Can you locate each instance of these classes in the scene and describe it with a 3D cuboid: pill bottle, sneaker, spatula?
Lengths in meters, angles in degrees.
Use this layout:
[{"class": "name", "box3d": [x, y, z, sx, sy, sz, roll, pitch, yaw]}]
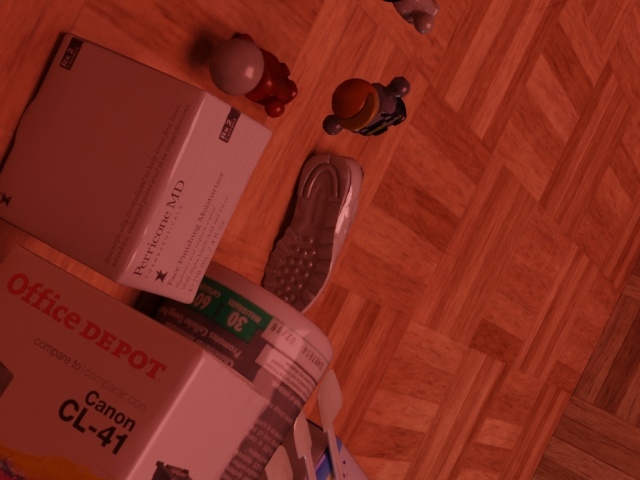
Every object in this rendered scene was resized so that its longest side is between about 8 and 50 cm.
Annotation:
[{"class": "pill bottle", "box3d": [-0.158, 0.220, 1.112, 0.361, 0.204, 0.204, -58, 150, -14]}, {"class": "sneaker", "box3d": [0.000, 0.000, 1.323, 0.235, 0.090, 0.095, -67, 160, 7]}, {"class": "spatula", "box3d": [-0.009, 0.296, 1.277, 0.168, 0.019, 0.242, -56, 148, -39]}]

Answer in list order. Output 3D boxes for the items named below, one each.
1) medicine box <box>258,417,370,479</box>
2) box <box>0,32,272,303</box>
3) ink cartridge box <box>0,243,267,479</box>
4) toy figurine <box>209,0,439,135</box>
[{"class": "medicine box", "box3d": [-0.065, 0.412, 1.459, 0.263, 0.149, 0.289, -55, 149, -17]}, {"class": "box", "box3d": [-0.174, -0.064, 0.895, 0.119, 0.182, 0.181, 24, 92, -61]}, {"class": "ink cartridge box", "box3d": [-0.226, 0.188, 0.782, 0.306, 0.226, 0.131, -59, 152, -12]}, {"class": "toy figurine", "box3d": [0.007, -0.221, 1.034, 0.148, 0.210, 0.213, 4, 108, -69]}]
